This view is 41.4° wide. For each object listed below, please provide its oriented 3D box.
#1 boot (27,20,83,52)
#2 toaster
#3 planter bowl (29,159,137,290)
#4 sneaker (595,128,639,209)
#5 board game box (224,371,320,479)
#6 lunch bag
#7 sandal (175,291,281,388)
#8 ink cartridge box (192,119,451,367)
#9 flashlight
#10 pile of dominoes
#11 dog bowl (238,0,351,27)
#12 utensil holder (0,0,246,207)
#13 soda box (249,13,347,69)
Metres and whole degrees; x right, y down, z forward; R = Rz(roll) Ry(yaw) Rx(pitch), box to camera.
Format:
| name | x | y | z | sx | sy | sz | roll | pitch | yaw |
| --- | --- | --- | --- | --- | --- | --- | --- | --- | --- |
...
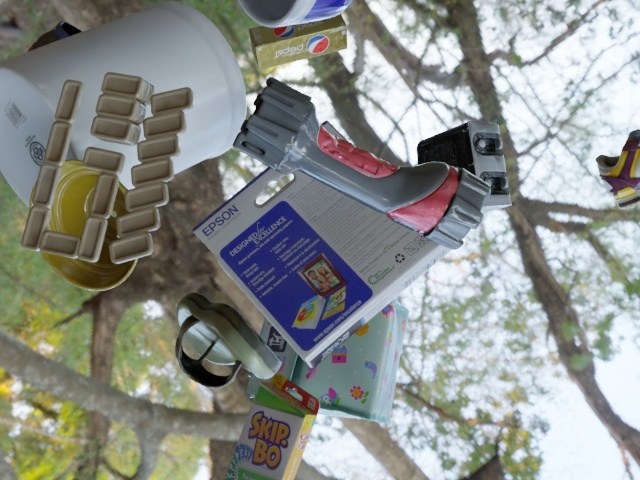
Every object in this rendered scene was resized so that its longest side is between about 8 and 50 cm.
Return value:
| name | x | y | z | sx | sy | sz | roll | pitch | yaw |
| --- | --- | --- | --- | --- | --- | --- | --- | --- | --- |
| boot | -0.495 | -0.365 | 1.786 | 0.106 | 0.219 | 0.082 | -38 | -146 | 30 |
| toaster | 0.274 | -0.128 | 1.649 | 0.110 | 0.168 | 0.186 | -3 | 172 | -35 |
| planter bowl | -0.360 | -0.034 | 1.383 | 0.217 | 0.217 | 0.090 | -28 | -177 | 29 |
| sneaker | 0.418 | -0.107 | 1.035 | 0.070 | 0.084 | 0.185 | -30 | 176 | -41 |
| board game box | -0.089 | 0.358 | 1.408 | 0.124 | 0.039 | 0.259 | 26 | -84 | 43 |
| lunch bag | 0.005 | 0.196 | 1.516 | 0.262 | 0.160 | 0.223 | 9 | -101 | 20 |
| sandal | -0.134 | 0.131 | 1.031 | 0.086 | 0.120 | 0.303 | -49 | -171 | -13 |
| ink cartridge box | 0.000 | 0.000 | 1.391 | 0.304 | 0.307 | 0.072 | -40 | 154 | -8 |
| flashlight | 0.055 | -0.096 | 1.031 | 0.103 | 0.304 | 0.103 | -53 | -165 | 38 |
| pile of dominoes | -0.270 | -0.091 | 1.106 | 0.196 | 0.040 | 0.251 | 12 | -95 | 19 |
| dog bowl | -0.045 | -0.457 | 1.263 | 0.104 | 0.264 | 0.265 | -15 | -174 | -30 |
| utensil holder | -0.386 | -0.240 | 1.597 | 0.385 | 0.327 | 0.328 | -36 | -167 | -39 |
| soda box | -0.042 | -0.387 | 1.626 | 0.181 | 0.061 | 0.058 | -15 | -125 | -7 |
